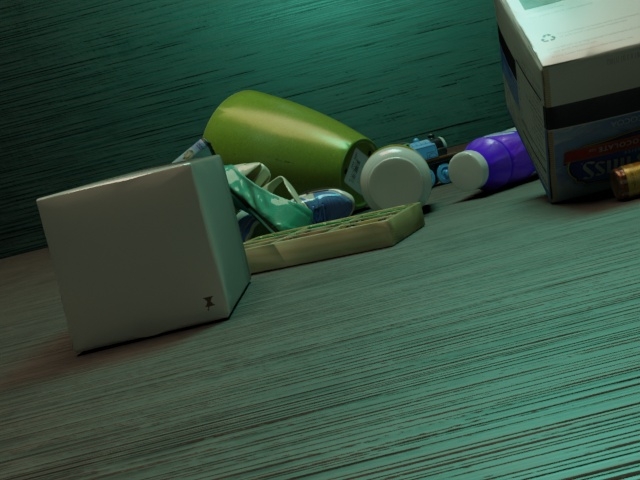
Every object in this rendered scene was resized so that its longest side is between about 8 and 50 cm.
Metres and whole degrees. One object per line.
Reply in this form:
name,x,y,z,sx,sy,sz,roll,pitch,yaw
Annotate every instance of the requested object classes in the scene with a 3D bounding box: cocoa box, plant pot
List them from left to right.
plant pot,-0.038,-0.145,2.190,0.293,0.275,0.274,11,20,37
cocoa box,0.433,-0.236,1.500,0.347,0.228,0.231,-14,41,1

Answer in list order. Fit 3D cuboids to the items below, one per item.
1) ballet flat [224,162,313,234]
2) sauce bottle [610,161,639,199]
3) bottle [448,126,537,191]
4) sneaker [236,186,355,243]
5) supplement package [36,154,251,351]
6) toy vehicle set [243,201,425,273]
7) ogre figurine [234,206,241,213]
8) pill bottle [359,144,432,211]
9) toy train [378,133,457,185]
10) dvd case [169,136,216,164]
ballet flat,-0.097,-0.074,1.800,0.087,0.083,0.247,-47,53,-8
sauce bottle,0.416,-0.082,1.352,0.128,0.042,0.042,-13,6,-3
bottle,0.321,-0.144,1.927,0.118,0.092,0.283,-8,8,41
sneaker,-0.041,-0.029,1.863,0.211,0.080,0.081,-17,23,-3
supplement package,-0.195,0.003,1.323,0.177,0.175,0.293,-13,6,2
toy vehicle set,0.000,0.000,1.589,0.266,0.035,0.166,-12,6,21
ogre figurine,-0.185,-0.035,1.923,0.197,0.097,0.118,-5,-39,-54
pill bottle,0.124,-0.097,1.837,0.117,0.118,0.208,-14,6,5
toy train,0.194,-0.155,2.288,0.184,0.105,0.080,-17,7,-25
dvd case,-0.269,-0.052,1.911,0.253,0.022,0.180,-41,-22,-9
